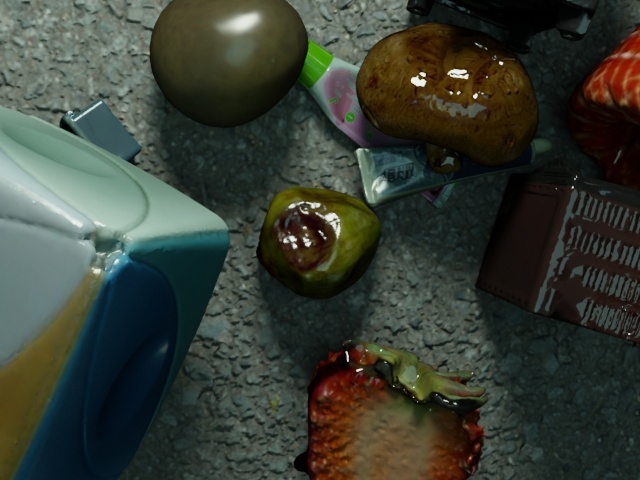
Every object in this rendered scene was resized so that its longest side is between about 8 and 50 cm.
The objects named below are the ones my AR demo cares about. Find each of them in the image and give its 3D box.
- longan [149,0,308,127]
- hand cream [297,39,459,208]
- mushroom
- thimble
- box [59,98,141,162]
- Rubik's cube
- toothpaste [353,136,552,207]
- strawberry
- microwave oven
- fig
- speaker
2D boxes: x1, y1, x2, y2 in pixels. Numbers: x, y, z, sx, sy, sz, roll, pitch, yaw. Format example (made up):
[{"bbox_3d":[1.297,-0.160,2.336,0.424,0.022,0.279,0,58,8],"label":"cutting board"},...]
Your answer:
[{"bbox_3d":[-0.109,-0.221,1.200,0.189,0.189,0.189,-1,96,-10],"label":"longan"},{"bbox_3d":[0.078,-0.155,1.306,0.275,0.050,0.079,37,114,-17],"label":"hand cream"},{"bbox_3d":[0.161,-0.189,1.238,0.231,0.138,0.194,11,67,-10],"label":"mushroom"},{"bbox_3d":[0.490,-0.134,1.230,0.230,0.350,0.350,-42,101,-4],"label":"thimble"},{"bbox_3d":[-0.264,-0.122,1.232,0.054,0.074,0.099,-41,101,-18],"label":"box"},{"bbox_3d":[-0.336,0.065,1.044,0.347,0.351,0.352,28,101,11],"label":"Rubik's cube"},{"bbox_3d":[0.176,-0.103,1.310,0.268,0.047,0.069,-11,114,-14],"label":"toothpaste"},{"bbox_3d":[0.083,0.267,1.319,0.233,0.138,0.306,20,118,7],"label":"strawberry"},{"bbox_3d":[0.327,0.011,1.263,0.178,0.247,0.188,19,91,-9],"label":"microwave oven"},{"bbox_3d":[0.000,0.000,1.267,0.165,0.154,0.144,-13,82,-39],"label":"fig"},{"bbox_3d":[0.244,-0.376,1.213,0.184,0.232,0.254,17,92,-10],"label":"speaker"}]
